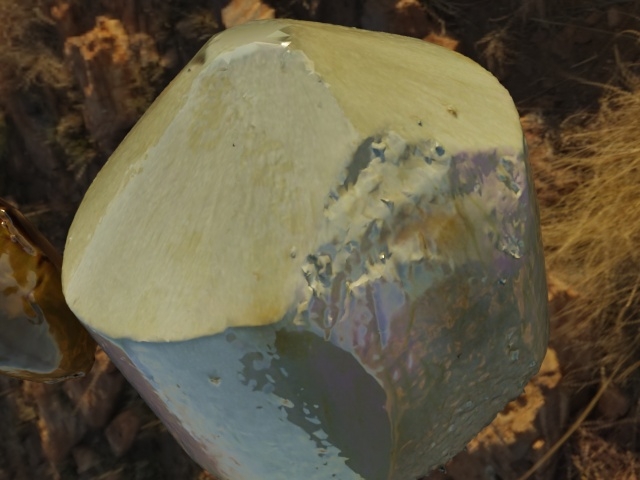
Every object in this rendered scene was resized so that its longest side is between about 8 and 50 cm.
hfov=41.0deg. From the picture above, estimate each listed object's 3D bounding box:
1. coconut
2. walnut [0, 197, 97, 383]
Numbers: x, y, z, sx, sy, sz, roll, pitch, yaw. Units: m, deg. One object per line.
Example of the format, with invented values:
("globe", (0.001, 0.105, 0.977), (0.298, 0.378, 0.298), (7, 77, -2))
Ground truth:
("coconut", (-0.003, 0.002, 0.414), (0.241, 0.241, 0.241), (14, 113, 37))
("walnut", (-0.308, 0.039, 0.807), (0.245, 0.137, 0.137), (49, 132, -9))
